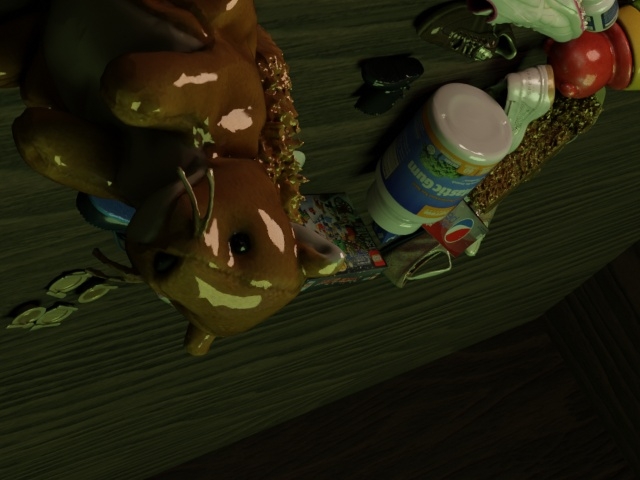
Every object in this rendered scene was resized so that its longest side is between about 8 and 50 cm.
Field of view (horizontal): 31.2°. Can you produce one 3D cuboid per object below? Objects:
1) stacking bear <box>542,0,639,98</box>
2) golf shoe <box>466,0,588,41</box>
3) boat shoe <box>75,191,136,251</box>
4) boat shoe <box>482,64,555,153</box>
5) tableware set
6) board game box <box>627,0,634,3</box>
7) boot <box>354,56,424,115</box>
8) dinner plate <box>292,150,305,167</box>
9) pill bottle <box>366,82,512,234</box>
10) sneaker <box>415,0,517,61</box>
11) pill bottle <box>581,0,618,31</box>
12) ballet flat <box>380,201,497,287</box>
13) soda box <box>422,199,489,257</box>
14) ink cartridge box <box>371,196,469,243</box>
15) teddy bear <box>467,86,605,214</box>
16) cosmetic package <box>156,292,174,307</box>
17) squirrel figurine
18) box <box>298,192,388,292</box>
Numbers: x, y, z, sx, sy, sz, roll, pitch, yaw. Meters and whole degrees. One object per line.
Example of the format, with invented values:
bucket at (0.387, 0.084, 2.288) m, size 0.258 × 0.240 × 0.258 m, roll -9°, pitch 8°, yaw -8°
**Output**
stacking bear at (0.506, -0.312, 1.867) m, size 0.289 × 0.175 × 0.164 m, roll -17°, pitch 172°, yaw -10°
golf shoe at (0.267, -0.332, 1.516) m, size 0.140 × 0.115 × 0.306 m, roll -23°, pitch 159°, yaw 16°
boat shoe at (-0.239, -0.031, 1.534) m, size 0.089 × 0.109 × 0.258 m, roll -33°, pitch 161°, yaw 25°
boat shoe at (0.301, -0.220, 1.921) m, size 0.096 × 0.098 × 0.277 m, roll 0°, pitch 161°, yaw -11°
tableware set at (-0.402, 0.096, 1.782) m, size 0.168 × 0.020 × 0.141 m, roll -34°, pitch 163°, yaw 17°
board game box at (0.499, -0.428, 1.730) m, size 0.126 × 0.026 × 0.186 m, roll -35°, pitch 162°, yaw 17°
boot at (0.082, -0.217, 1.631) m, size 0.121 × 0.045 × 0.099 m, roll -15°, pitch 161°, yaw -42°
dinner plate at (-0.083, -0.092, 1.767) m, size 0.141 × 0.017 × 0.141 m, roll -27°, pitch 165°, yaw -8°
pill bottle at (0.183, -0.122, 1.882) m, size 0.152 × 0.152 × 0.272 m, roll -17°, pitch 159°, yaw -35°
sneaker at (0.213, -0.285, 1.591) m, size 0.188 × 0.071 × 0.066 m, roll -13°, pitch 157°, yaw -45°
pill bottle at (0.408, -0.360, 1.705) m, size 0.067 × 0.067 × 0.120 m, roll -32°, pitch 164°, yaw 10°
ballet flat at (0.278, 0.005, 2.494) m, size 0.316 × 0.106 × 0.107 m, roll -31°, pitch 163°, yaw 4°
soda box at (0.223, -0.061, 2.145) m, size 0.092 × 0.083 × 0.263 m, roll -39°, pitch 149°, yaw 8°
ink cartridge box at (0.208, -0.067, 2.270) m, size 0.207 × 0.046 × 0.097 m, roll -23°, pitch 162°, yaw -19°
teddy bear at (0.397, -0.196, 2.144) m, size 0.338 × 0.113 × 0.245 m, roll -42°, pitch 168°, yaw 15°
cosmetic package at (-0.170, 0.034, 1.790) m, size 0.153 × 0.129 × 0.296 m, roll -27°, pitch 163°, yaw 4°
squirrel figurine at (-0.108, -0.084, 1.124) m, size 0.281 × 0.370 × 0.397 m, roll -35°, pitch 163°, yaw 16°
box at (0.000, 0.000, 1.924) m, size 0.044 × 0.159 × 0.233 m, roll -40°, pitch 161°, yaw 32°
